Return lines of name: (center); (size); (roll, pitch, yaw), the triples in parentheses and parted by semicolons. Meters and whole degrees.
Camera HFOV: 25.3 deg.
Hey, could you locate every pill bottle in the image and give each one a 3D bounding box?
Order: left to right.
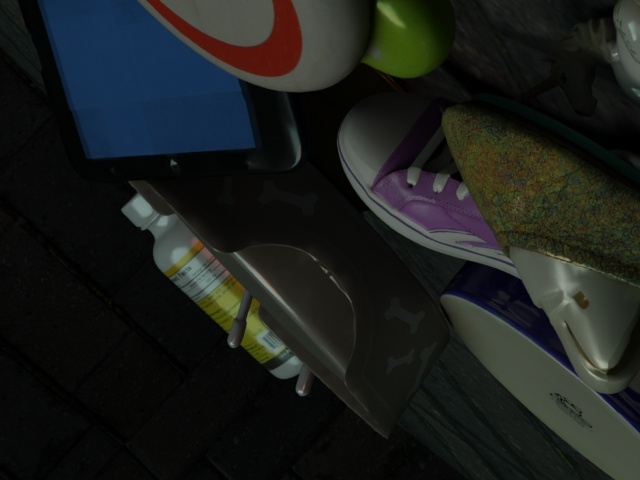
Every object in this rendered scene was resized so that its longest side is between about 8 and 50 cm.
pill bottle: (-0.110, 0.020, 1.998); (0.334, 0.188, 0.188); (44, 172, -8)

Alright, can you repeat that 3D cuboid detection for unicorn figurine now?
unicorn figurine: (0.159, -0.082, 0.688); (0.111, 0.060, 0.162); (50, 160, 19)

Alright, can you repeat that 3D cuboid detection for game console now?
game console: (-0.175, -0.150, 0.942); (0.250, 0.173, 0.293); (14, 170, -39)

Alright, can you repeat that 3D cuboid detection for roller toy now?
roller toy: (-0.020, -0.183, 0.668); (0.191, 0.146, 0.209); (17, 149, 51)

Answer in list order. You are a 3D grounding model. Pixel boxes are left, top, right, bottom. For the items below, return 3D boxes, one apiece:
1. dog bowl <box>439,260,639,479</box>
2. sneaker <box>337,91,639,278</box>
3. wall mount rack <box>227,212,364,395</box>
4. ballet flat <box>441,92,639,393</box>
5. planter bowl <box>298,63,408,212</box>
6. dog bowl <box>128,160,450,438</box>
dog bowl: (0.221, 0.091, 1.090); (0.265, 0.104, 0.265); (41, 172, 7)
sneaker: (0.131, -0.040, 0.902); (0.282, 0.102, 0.161); (29, 165, 17)
wall mount rack: (-0.064, -0.005, 1.639); (0.350, 0.130, 0.304); (26, 141, 62)
ballet flat: (0.195, 0.045, 0.710); (0.348, 0.123, 0.123); (28, 169, 12)
planter bowl: (0.012, -0.087, 1.206); (0.217, 0.090, 0.217); (41, 171, 8)
dog bowl: (-0.032, 0.008, 1.200); (0.349, 0.102, 0.349); (45, 173, 7)
